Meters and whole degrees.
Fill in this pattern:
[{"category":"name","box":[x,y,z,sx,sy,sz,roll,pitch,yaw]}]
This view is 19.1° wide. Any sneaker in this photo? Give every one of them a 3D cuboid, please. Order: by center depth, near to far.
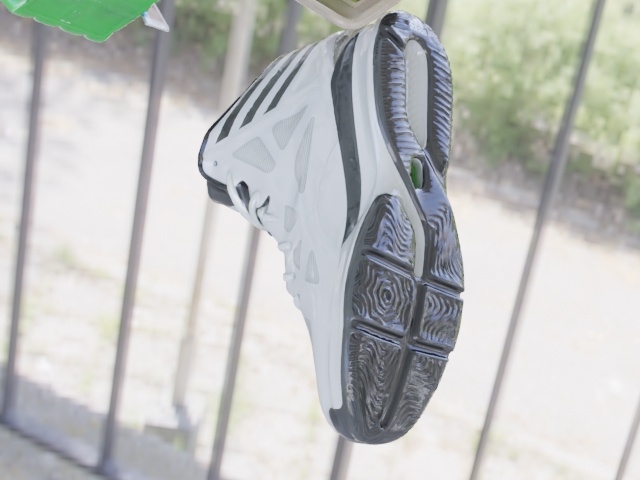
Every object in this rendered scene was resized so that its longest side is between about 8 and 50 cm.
[{"category":"sneaker","box":[0.001,0.000,1.968,0.257,0.447,0.169,-12,-24,39]}]

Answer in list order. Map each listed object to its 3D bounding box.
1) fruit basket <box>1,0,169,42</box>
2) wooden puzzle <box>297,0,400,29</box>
[{"category":"fruit basket","box":[-0.304,-0.402,2.061,0.327,0.165,0.353,13,53,-65]},{"category":"wooden puzzle","box":[0.061,-0.315,1.971,0.239,0.044,0.221,-32,35,-14]}]
